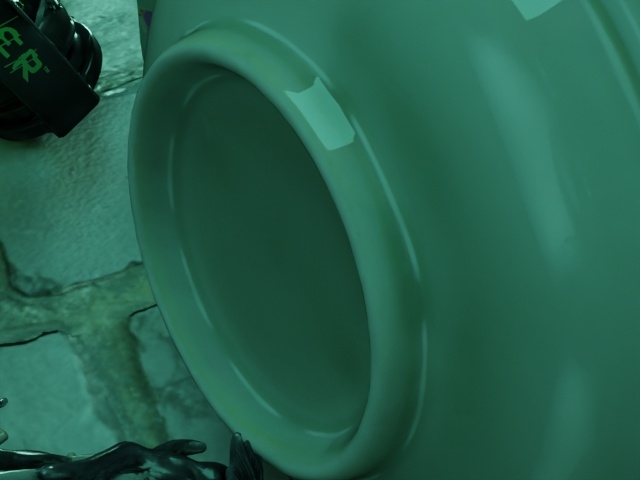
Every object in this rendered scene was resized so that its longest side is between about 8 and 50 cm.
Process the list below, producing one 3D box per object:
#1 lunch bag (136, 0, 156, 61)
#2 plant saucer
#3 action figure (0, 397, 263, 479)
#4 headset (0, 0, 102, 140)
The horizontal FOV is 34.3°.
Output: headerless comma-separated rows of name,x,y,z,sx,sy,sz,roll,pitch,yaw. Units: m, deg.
lunch bag,-0.029,-0.251,0.936,0.262,0.223,0.160,-29,54,-26
plant saucer,0.000,0.000,0.498,0.100,0.401,0.400,-21,42,-31
action figure,-0.123,0.161,0.520,0.275,0.164,0.141,13,23,33
headset,-0.289,-0.223,0.917,0.185,0.243,0.394,-45,25,-7
